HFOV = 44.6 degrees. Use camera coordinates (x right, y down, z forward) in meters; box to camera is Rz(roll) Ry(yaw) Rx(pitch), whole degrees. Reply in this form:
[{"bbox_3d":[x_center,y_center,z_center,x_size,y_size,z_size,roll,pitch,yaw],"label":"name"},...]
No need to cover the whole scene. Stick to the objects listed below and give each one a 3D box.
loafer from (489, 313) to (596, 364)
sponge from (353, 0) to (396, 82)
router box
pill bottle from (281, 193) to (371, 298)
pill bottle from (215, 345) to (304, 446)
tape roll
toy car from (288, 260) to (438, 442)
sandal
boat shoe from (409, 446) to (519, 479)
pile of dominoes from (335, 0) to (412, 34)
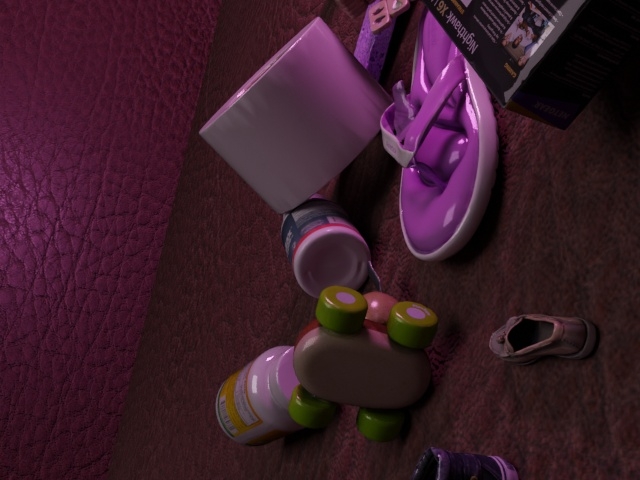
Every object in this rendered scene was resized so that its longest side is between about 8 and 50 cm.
[{"bbox_3d":[0.179,0.080,0.668,0.125,0.039,0.045,158,126,-65],"label":"loafer"},{"bbox_3d":[0.092,-0.345,1.244,0.117,0.031,0.210,-126,51,-74],"label":"sponge"},{"bbox_3d":[0.186,-0.285,0.662,0.243,0.081,0.309,-54,42,32],"label":"router box"},{"bbox_3d":[0.000,0.000,1.120,0.180,0.107,0.108,-117,48,-64],"label":"pill bottle"},{"bbox_3d":[-0.061,0.213,1.088,0.208,0.117,0.118,138,144,-56],"label":"pill bottle"},{"bbox_3d":[-0.034,-0.181,1.146,0.246,0.169,0.246,-41,13,12],"label":"tape roll"},{"bbox_3d":[0.045,0.103,0.888,0.188,0.148,0.155,-87,11,-64],"label":"toy car"},{"bbox_3d":[0.122,-0.159,0.929,0.169,0.102,0.416,-47,30,51],"label":"sandal"},{"bbox_3d":[0.100,0.265,0.660,0.065,0.083,0.183,-174,101,-70],"label":"boat shoe"},{"bbox_3d":[0.123,-0.404,1.061,0.251,0.040,0.196,-41,38,9],"label":"pile of dominoes"}]
